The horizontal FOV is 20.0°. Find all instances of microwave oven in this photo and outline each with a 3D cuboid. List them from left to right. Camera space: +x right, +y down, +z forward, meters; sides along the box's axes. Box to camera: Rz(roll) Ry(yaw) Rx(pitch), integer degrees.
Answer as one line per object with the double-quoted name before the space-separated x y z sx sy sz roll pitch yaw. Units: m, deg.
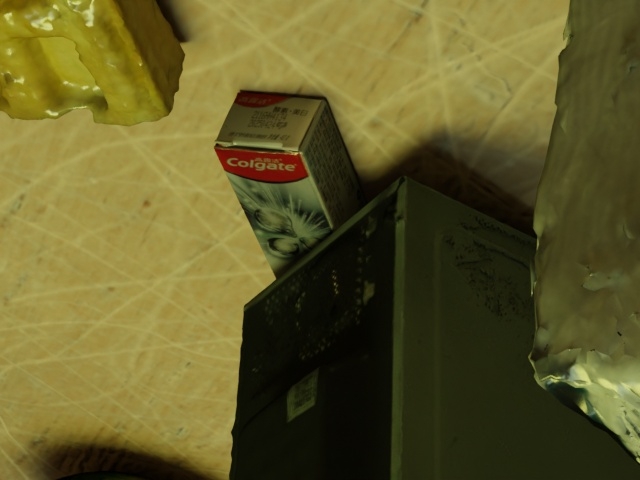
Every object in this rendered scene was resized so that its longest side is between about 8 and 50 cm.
"microwave oven" 0.069 0.158 0.949 0.237 0.295 0.181 23 139 -26

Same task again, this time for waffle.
"waffle" -0.212 -0.134 0.916 0.274 0.057 0.168 4 145 22

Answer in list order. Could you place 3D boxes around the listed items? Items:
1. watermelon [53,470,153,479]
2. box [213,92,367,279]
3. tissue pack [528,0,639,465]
"watermelon" -0.164 0.248 1.419 0.232 0.127 0.204 -6 141 32
"box" 0.000 0.000 1.030 0.055 0.039 0.218 6 146 23
"tissue pack" 0.287 0.022 0.660 0.253 0.264 0.416 -12 144 37
